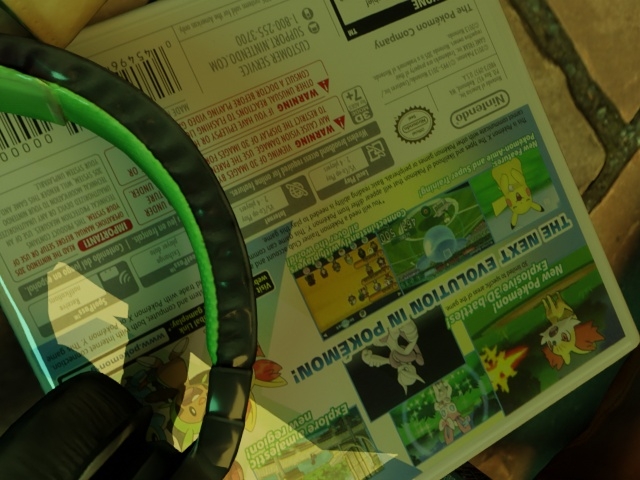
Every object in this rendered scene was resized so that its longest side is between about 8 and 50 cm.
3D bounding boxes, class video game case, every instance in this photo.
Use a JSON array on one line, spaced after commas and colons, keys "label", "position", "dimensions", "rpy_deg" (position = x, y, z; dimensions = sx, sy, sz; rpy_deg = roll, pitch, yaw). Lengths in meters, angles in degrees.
[{"label": "video game case", "position": [0.000, 0.000, 0.482], "dimensions": [0.329, 0.036, 0.300], "rpy_deg": [-27, 97, -22]}]

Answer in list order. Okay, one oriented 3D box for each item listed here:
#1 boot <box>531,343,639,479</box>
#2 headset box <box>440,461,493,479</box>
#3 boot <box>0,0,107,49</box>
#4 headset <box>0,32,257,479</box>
[{"label": "boot", "position": [0.259, 0.102, 0.639], "dimensions": [0.280, 0.096, 0.264], "rpy_deg": [-60, 153, 0]}, {"label": "headset box", "position": [0.098, 0.195, 0.634], "dimensions": [0.032, 0.083, 0.062], "rpy_deg": [12, 100, -33]}, {"label": "boot", "position": [-0.045, -0.191, 0.426], "dimensions": [0.269, 0.089, 0.236], "rpy_deg": [-47, 112, -10]}, {"label": "headset", "position": [-0.160, 0.109, 0.318], "dimensions": [0.243, 0.185, 0.394], "rpy_deg": [12, 84, -3]}]
